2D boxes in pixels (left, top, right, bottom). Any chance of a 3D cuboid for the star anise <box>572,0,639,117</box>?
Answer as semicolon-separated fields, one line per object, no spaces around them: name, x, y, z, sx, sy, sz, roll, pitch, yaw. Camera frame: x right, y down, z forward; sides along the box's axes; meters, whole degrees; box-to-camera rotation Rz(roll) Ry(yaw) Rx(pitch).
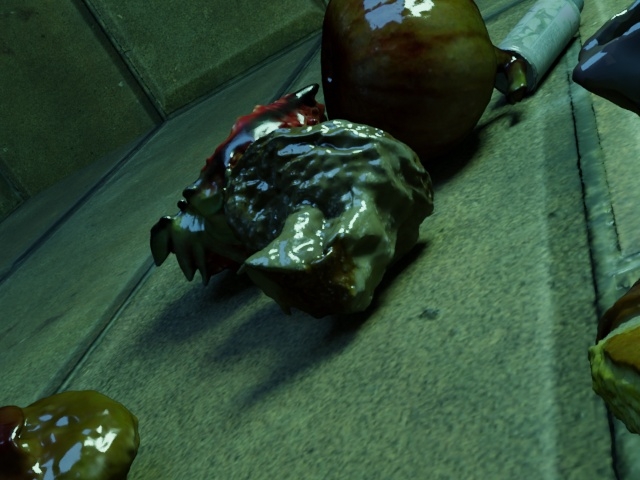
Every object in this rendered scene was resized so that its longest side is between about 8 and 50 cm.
star anise;0.254;-0.057;0.327;0.331;0.118;0.332;5;20;-2

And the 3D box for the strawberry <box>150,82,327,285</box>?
strawberry;-0.046;-0.073;1.049;0.306;0.137;0.233;-43;-6;-46

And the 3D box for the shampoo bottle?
shampoo bottle;0.275;-0.256;1.106;0.072;0.072;0.214;-14;25;44

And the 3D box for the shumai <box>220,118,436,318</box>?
shumai;0.000;0.000;0.810;0.205;0.166;0.176;-22;43;32

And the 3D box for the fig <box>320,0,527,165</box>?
fig;0.099;-0.197;1.002;0.214;0.235;0.235;-27;14;-27

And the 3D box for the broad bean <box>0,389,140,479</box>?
broad bean;-0.249;0.203;0.700;0.228;0.122;0.156;-36;16;0

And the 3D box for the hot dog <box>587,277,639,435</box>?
hot dog;0.202;0.045;0.400;0.261;0.093;0.123;-25;13;-41
